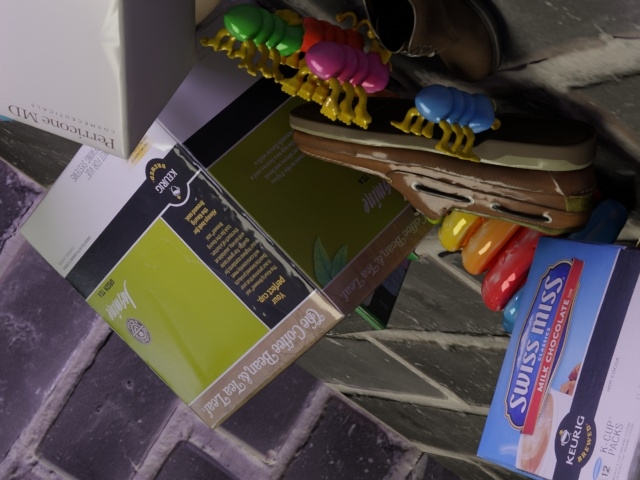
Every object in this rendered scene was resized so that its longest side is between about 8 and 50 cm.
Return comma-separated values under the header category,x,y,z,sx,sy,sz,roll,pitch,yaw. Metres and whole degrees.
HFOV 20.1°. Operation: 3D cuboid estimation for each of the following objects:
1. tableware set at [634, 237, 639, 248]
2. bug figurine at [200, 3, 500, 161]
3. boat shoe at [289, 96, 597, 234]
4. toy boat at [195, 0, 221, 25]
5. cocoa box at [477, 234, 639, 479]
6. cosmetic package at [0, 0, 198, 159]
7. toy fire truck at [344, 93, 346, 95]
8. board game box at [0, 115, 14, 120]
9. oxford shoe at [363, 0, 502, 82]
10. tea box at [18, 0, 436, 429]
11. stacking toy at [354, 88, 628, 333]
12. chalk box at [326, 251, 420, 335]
category,x,y,z,sx,sy,sz,roll,pitch,yaw
tableware set,0.300,0.035,1.868,0.039,0.128,0.194,54,169,5
bug figurine,0.028,-0.159,1.649,0.216,0.072,0.279,9,-163,-44
boat shoe,0.110,-0.067,1.717,0.307,0.111,0.104,11,117,25
toy boat,-0.193,-0.302,1.776,0.231,0.151,0.151,47,-168,-47
cocoa box,0.366,0.154,1.688,0.347,0.231,0.228,18,177,-30
cosmetic package,-0.218,-0.265,1.531,0.197,0.155,0.365,19,141,13
toy fire truck,0.009,-0.152,2.004,0.192,0.047,0.135,37,167,-19
board game box,-0.527,-0.236,2.111,0.302,0.086,0.308,0,159,31
oxford shoe,0.084,-0.191,1.549,0.083,0.096,0.227,20,165,38
tea box,-0.099,-0.022,1.962,0.323,0.220,0.329,47,141,0
stacking toy,0.149,-0.060,1.836,0.302,0.166,0.175,42,177,10
chalk box,0.000,0.000,2.243,0.289,0.179,0.180,-10,138,45
